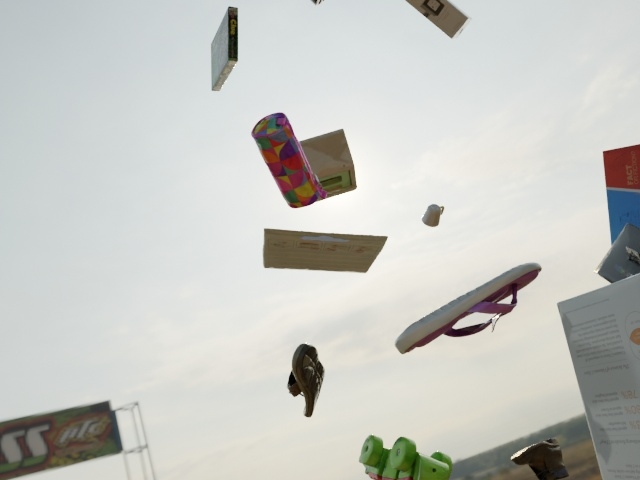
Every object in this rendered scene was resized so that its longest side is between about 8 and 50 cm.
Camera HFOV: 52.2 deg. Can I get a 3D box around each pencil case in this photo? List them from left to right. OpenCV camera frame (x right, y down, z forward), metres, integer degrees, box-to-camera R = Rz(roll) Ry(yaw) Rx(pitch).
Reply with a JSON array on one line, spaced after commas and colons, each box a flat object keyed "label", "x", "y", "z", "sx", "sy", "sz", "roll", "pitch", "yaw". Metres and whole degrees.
[{"label": "pencil case", "x": -0.073, "y": -0.184, "z": 1.535, "sx": 0.104, "sy": 0.104, "sz": 0.236, "roll": -24, "pitch": -51, "yaw": 8}]

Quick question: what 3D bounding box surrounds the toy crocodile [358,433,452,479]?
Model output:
[{"label": "toy crocodile", "x": 0.167, "y": 0.474, "z": 1.357, "sx": 0.115, "sy": 0.105, "sz": 0.340, "roll": 26, "pitch": -22, "yaw": -14}]

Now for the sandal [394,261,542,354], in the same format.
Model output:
[{"label": "sandal", "x": 0.352, "y": 0.176, "z": 1.502, "sx": 0.416, "sy": 0.102, "sz": 0.169, "roll": -24, "pitch": -17, "yaw": -20}]

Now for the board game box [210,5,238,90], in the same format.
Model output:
[{"label": "board game box", "x": -0.251, "y": -0.488, "z": 1.689, "sx": 0.030, "sy": 0.136, "sz": 0.259, "roll": -2, "pitch": -3, "yaw": -19}]

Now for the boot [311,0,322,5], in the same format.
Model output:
[{"label": "boot", "x": -0.010, "y": -0.695, "z": 1.418, "sx": 0.348, "sy": 0.260, "sz": 0.131, "roll": -50, "pitch": 2, "yaw": -32}]

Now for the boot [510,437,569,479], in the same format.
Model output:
[{"label": "boot", "x": 0.600, "y": 0.603, "z": 1.759, "sx": 0.219, "sy": 0.106, "sz": 0.082, "roll": 3, "pitch": -35, "yaw": -43}]

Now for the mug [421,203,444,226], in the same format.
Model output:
[{"label": "mug", "x": 0.380, "y": -0.093, "z": 2.200, "sx": 0.062, "sy": 0.078, "sz": 0.064, "roll": 19, "pitch": -47, "yaw": 9}]

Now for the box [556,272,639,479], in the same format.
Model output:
[{"label": "box", "x": 0.531, "y": 0.230, "z": 0.992, "sx": 0.168, "sy": 0.346, "sz": 0.215, "roll": -4, "pitch": -16, "yaw": -18}]

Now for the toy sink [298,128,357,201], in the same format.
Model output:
[{"label": "toy sink", "x": 0.019, "y": -0.201, "z": 1.892, "sx": 0.152, "sy": 0.131, "sz": 0.234, "roll": -16, "pitch": -15, "yaw": 0}]

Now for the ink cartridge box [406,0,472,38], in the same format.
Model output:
[{"label": "ink cartridge box", "x": 0.266, "y": -0.556, "z": 1.539, "sx": 0.060, "sy": 0.180, "sz": 0.104, "roll": -51, "pitch": -3, "yaw": 25}]

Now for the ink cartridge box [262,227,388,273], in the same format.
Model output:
[{"label": "ink cartridge box", "x": 0.000, "y": 0.000, "z": 1.738, "sx": 0.308, "sy": 0.091, "sz": 0.385, "roll": 4, "pitch": -17, "yaw": -4}]

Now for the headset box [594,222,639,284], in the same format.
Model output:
[{"label": "headset box", "x": 0.719, "y": 0.100, "z": 1.287, "sx": 0.131, "sy": 0.283, "sz": 0.246, "roll": -60, "pitch": 6, "yaw": 12}]

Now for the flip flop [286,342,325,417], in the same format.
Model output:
[{"label": "flip flop", "x": -0.046, "y": 0.336, "z": 1.588, "sx": 0.080, "sy": 0.112, "sz": 0.277, "roll": 9, "pitch": -35, "yaw": 16}]

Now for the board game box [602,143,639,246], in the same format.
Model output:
[{"label": "board game box", "x": 0.806, "y": -0.109, "z": 1.448, "sx": 0.316, "sy": 0.242, "sz": 0.064, "roll": -9, "pitch": -7, "yaw": 44}]
